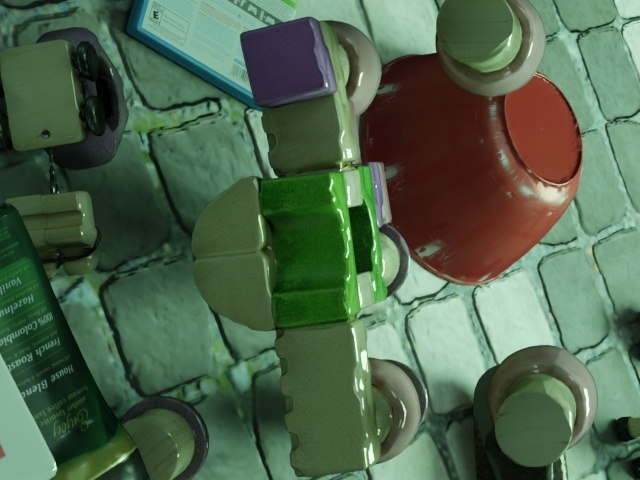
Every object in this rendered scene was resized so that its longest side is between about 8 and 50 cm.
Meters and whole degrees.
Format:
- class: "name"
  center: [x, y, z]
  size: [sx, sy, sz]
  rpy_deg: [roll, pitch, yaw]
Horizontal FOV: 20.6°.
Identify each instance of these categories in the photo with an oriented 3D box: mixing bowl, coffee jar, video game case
- class: "mixing bowl"
  center: [0.125, -0.067, 1.281]
  size: [0.181, 0.098, 0.181]
  rpy_deg: [19, 61, -39]
- class: "coffee jar"
  center: [-0.164, 0.079, 0.926]
  size: [0.079, 0.096, 0.184]
  rpy_deg: [-31, 96, -45]
- class: "video game case"
  center: [-0.061, -0.186, 1.183]
  size: [0.119, 0.015, 0.166]
  rpy_deg: [29, 64, -34]

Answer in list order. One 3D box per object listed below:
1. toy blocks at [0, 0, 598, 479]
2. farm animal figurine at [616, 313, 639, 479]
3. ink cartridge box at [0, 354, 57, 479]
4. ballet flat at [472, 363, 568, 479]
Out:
- class: "toy blocks"
  center: [0.000, 0.000, 1.077]
  size: [0.260, 0.309, 0.288]
  rpy_deg: [-16, 99, -80]
- class: "farm animal figurine"
  center: [0.418, 0.140, 1.437]
  size: [0.326, 0.172, 0.330]
  rpy_deg: [55, 44, -14]
- class: "ink cartridge box"
  center: [-0.299, 0.082, 0.764]
  size: [0.306, 0.131, 0.226]
  rpy_deg: [-30, 96, -46]
- class: "ballet flat"
  center: [0.140, 0.207, 1.210]
  size: [0.058, 0.084, 0.250]
  rpy_deg: [63, 22, -64]
